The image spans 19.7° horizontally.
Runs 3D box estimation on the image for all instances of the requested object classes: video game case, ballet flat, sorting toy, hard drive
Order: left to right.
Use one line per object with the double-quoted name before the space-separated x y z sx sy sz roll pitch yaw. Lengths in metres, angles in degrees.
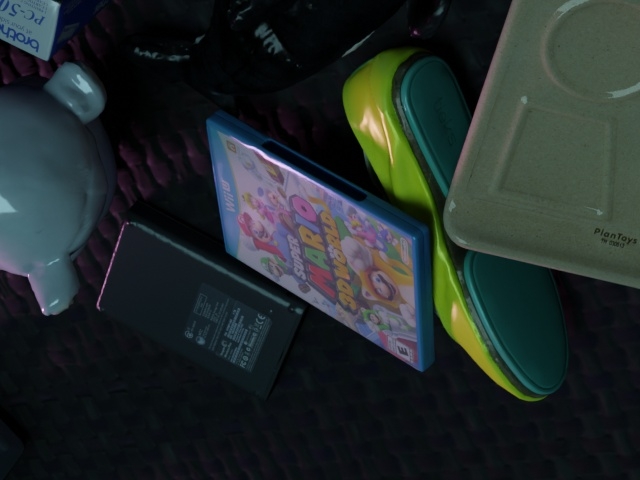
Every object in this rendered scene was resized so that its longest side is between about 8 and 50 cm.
"hard drive" -0.079 0.041 1.232 0.135 0.022 0.094 28 130 6
"video game case" 0.000 0.000 1.120 0.166 0.015 0.119 31 146 30
"ballet flat" 0.077 -0.009 1.097 0.077 0.077 0.231 -5 116 47
"sorting toy" 0.183 -0.069 0.999 0.193 0.038 0.208 13 124 -4

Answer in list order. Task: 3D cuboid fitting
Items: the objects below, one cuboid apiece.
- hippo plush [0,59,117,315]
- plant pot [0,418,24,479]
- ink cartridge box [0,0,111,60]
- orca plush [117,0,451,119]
"hippo plush" -0.242 -0.074 1.115 0.237 0.294 0.234 0 92 4
"plant pot" -0.348 0.197 1.383 0.234 0.165 0.165 -35 103 32
"ink cartridge box" -0.225 -0.187 1.097 0.207 0.097 0.046 26 130 8
"orca plush" -0.032 -0.149 1.011 0.287 0.102 0.151 -22 97 46
